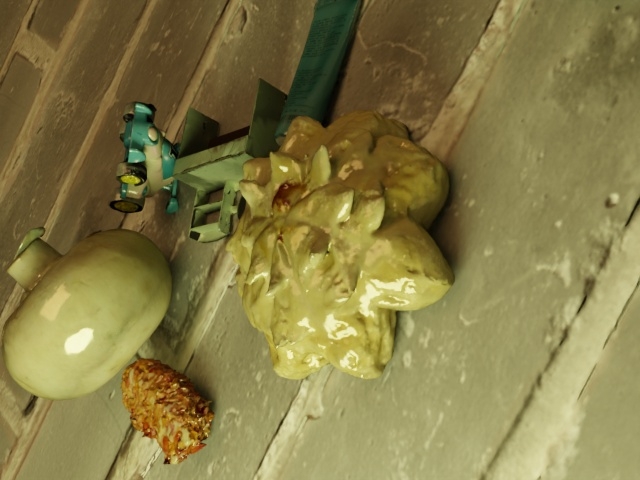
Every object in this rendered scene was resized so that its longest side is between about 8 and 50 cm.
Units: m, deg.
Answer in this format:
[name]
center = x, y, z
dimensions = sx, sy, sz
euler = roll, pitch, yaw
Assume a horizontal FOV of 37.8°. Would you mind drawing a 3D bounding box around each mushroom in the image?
[mushroom]
center = -0.304, 0.076, 1.173
dimensions = 0.202, 0.246, 0.246
euler = 45, 115, 1

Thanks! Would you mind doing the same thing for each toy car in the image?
[toy car]
center = -0.218, -0.112, 1.224
dimensions = 0.161, 0.098, 0.126
euler = 133, 142, -63

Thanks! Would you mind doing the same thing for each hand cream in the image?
[hand cream]
center = -0.007, -0.197, 1.115
dimensions = 0.083, 0.048, 0.224
euler = 1, 69, 48

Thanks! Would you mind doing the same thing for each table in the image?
[table]
center = -0.117, -0.096, 1.172
dimensions = 0.146, 0.062, 0.175
euler = -13, 62, 44

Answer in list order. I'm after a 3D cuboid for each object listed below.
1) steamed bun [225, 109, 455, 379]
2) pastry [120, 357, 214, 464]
[steamed bun]
center = 0.000, 0.000, 0.948
dimensions = 0.292, 0.137, 0.295
euler = 32, 96, 46
[pastry]
center = -0.178, 0.197, 1.117
dimensions = 0.169, 0.063, 0.087
euler = 36, 110, 44
